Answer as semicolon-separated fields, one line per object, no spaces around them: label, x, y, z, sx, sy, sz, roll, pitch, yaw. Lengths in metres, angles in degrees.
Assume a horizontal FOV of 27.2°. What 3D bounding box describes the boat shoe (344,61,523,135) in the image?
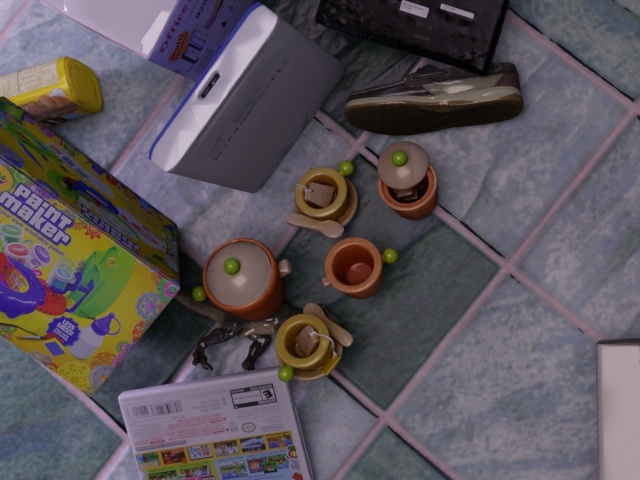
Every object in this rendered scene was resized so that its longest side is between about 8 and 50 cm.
boat shoe;0.142;-0.183;1.661;0.224;0.080;0.073;-4;64;11

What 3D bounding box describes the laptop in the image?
laptop;0.151;-0.370;1.663;0.234;0.136;0.264;20;106;15

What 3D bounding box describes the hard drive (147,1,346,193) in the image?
hard drive;-0.078;-0.160;1.586;0.040;0.319;0.210;38;97;13

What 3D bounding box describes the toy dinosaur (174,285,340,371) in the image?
toy dinosaur;-0.105;0.119;1.718;0.268;0.064;0.118;11;80;16

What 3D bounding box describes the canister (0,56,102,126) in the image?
canister;-0.392;-0.187;1.769;0.170;0.126;0.073;-15;84;12

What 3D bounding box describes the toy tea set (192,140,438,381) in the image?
toy tea set;0.000;0.000;1.633;0.200;0.124;0.336;33;81;23

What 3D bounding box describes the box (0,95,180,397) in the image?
box;-0.337;-0.003;1.616;0.290;0.279;0.177;38;98;-15

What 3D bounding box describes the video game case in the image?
video game case;-0.130;0.276;1.707;0.227;0.026;0.206;-11;102;13

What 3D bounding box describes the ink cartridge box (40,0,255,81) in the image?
ink cartridge box;-0.206;-0.317;1.670;0.168;0.233;0.171;29;95;14

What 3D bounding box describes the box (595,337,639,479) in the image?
box;0.387;0.271;1.543;0.121;0.148;0.311;-2;89;14
